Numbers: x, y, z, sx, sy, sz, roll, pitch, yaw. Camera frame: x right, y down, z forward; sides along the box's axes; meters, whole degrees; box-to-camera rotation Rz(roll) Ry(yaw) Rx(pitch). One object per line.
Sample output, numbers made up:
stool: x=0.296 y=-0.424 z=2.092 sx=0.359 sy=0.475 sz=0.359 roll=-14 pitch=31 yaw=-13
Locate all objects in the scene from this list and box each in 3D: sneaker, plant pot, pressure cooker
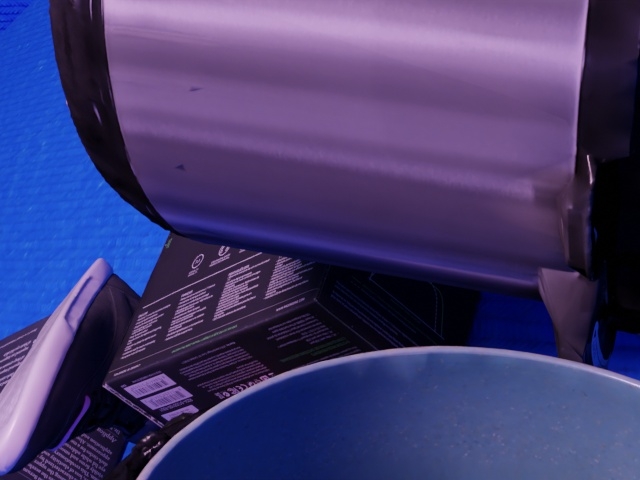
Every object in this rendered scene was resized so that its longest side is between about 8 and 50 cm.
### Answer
sneaker: x=-0.164 y=0.122 z=1.182 sx=0.104 sy=0.147 sz=0.296 roll=-49 pitch=8 yaw=20
plant pot: x=0.062 y=0.205 z=0.644 sx=0.290 sy=0.195 sz=0.290 roll=0 pitch=30 yaw=0
pressure cooker: x=0.112 y=-0.143 z=0.808 sx=0.420 sy=0.370 sz=0.375 roll=9 pitch=33 yaw=20

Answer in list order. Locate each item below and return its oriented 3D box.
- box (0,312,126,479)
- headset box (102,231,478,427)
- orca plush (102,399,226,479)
box: x=-0.260 y=0.185 z=1.323 sx=0.153 sy=0.108 sz=0.207 roll=-24 pitch=37 yaw=42
headset box: x=0.000 y=0.000 z=1.124 sx=0.246 sy=0.131 sz=0.283 roll=-24 pitch=36 yaw=43
orca plush: x=-0.067 y=0.152 z=0.916 sx=0.287 sy=0.102 sz=0.151 roll=-18 pitch=58 yaw=27
